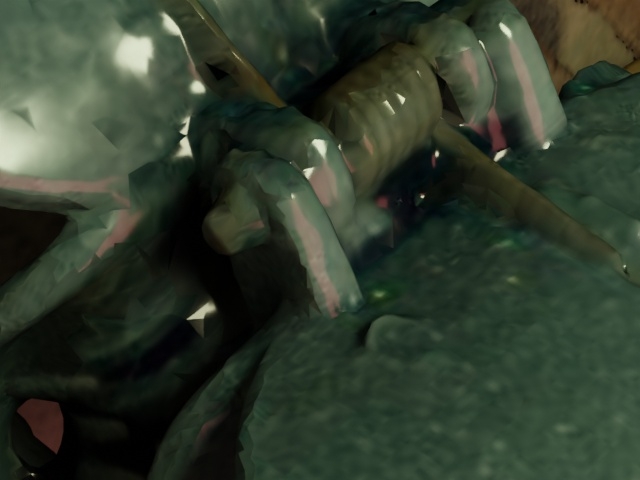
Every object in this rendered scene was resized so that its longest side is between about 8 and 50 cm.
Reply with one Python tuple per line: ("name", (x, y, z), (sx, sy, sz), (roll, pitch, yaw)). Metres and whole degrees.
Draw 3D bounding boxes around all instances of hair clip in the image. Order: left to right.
("hair clip", (0.000, 0.000, 0.637), (0.318, 0.392, 0.238), (-39, 165, -30))

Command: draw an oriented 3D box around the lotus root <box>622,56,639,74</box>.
("lotus root", (0.169, 0.044, 0.941), (0.183, 0.183, 0.310), (29, 91, -55))
